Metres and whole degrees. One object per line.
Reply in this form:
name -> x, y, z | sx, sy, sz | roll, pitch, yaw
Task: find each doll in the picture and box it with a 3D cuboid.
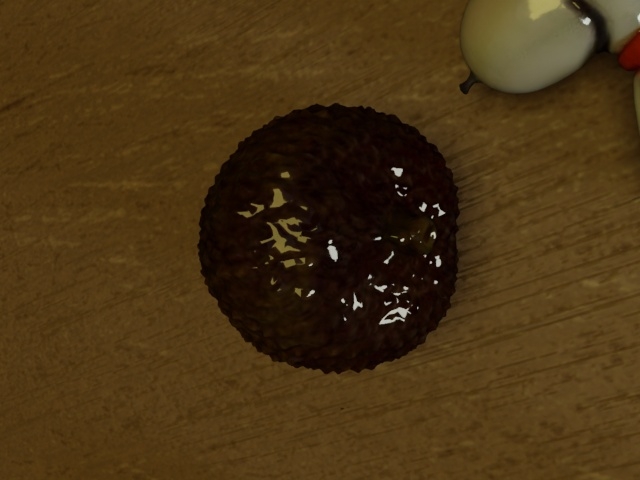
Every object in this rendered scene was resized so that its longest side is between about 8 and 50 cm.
doll -> 0.215, -0.140, 0.377 | 0.271, 0.144, 0.208 | 35, 126, 22

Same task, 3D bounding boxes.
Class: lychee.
lychee -> 0.006, 0.000, 0.445 | 0.194, 0.194, 0.195 | 1, 93, 24
